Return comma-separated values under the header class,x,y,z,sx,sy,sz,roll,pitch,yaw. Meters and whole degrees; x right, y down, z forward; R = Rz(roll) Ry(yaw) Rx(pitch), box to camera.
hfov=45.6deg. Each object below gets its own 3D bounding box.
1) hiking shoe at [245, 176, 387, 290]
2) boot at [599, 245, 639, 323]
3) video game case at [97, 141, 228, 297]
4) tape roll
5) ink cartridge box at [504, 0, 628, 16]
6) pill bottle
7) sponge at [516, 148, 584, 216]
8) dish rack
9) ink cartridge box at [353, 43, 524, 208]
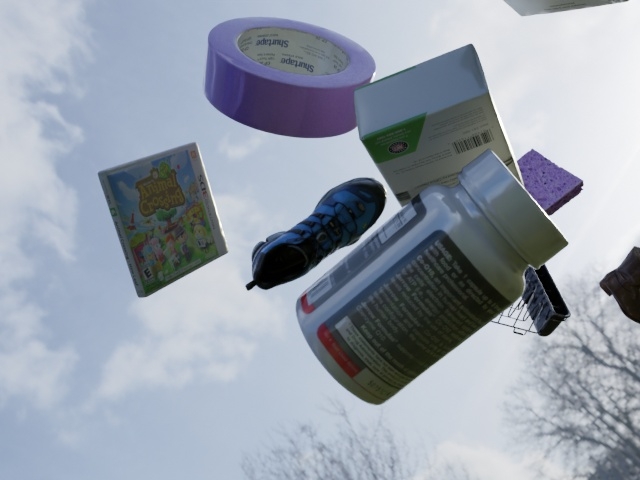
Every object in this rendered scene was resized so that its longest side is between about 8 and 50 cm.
class,x,y,z,sx,sy,sz,roll,pitch,yaw
hiking shoe,0.000,0.000,1.415,0.304,0.132,0.113,-36,-74,15
boot,0.480,0.067,1.124,0.037,0.106,0.114,-42,-14,-33
video game case,-0.234,-0.038,1.175,0.212,0.023,0.193,-32,-70,-56
tape roll,-0.051,-0.272,1.245,0.275,0.275,0.090,-13,-47,-32
ink cartridge box,0.251,-0.398,0.872,0.232,0.168,0.171,27,-97,-33
pill bottle,0.124,0.041,0.857,0.283,0.161,0.161,-41,-40,14
sponge,0.324,-0.064,1.282,0.210,0.117,0.031,-36,-39,-10
dish rack,0.306,0.077,1.417,0.271,0.208,0.074,15,-61,-12
ink cartridge box,0.157,-0.120,0.977,0.160,0.092,0.219,-18,-37,16
